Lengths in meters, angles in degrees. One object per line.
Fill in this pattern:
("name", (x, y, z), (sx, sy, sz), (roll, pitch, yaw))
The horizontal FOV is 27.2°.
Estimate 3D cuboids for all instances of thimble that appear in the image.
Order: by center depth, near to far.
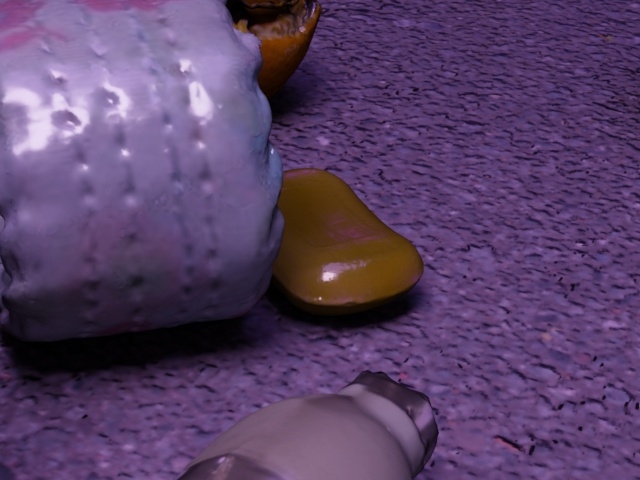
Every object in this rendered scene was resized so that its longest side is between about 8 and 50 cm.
("thimble", (-0.115, -0.051, 0.716), (0.149, 0.185, 0.211), (-9, 66, -17))

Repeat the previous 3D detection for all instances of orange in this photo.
("orange", (-0.076, -0.147, 0.959), (0.160, 0.112, 0.170), (-5, 8, 7))

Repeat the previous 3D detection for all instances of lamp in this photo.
("lamp", (-0.027, 0.130, 0.527), (0.101, 0.101, 0.250), (22, 38, 27))

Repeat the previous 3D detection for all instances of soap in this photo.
("soap", (0.000, 0.001, 0.786), (0.089, 0.045, 0.140), (-11, 33, -26))
